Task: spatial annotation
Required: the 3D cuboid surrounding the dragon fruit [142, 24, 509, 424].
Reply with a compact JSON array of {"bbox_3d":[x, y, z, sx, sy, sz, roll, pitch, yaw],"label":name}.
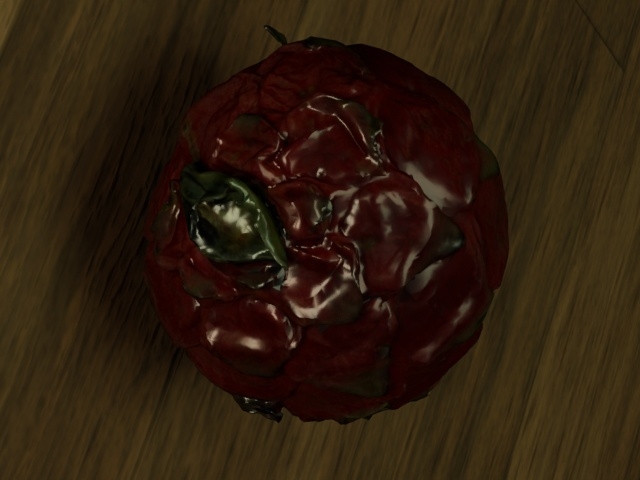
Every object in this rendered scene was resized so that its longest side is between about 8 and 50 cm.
[{"bbox_3d":[0.000,0.000,1.156,0.299,0.244,0.244,83,29,-58],"label":"dragon fruit"}]
